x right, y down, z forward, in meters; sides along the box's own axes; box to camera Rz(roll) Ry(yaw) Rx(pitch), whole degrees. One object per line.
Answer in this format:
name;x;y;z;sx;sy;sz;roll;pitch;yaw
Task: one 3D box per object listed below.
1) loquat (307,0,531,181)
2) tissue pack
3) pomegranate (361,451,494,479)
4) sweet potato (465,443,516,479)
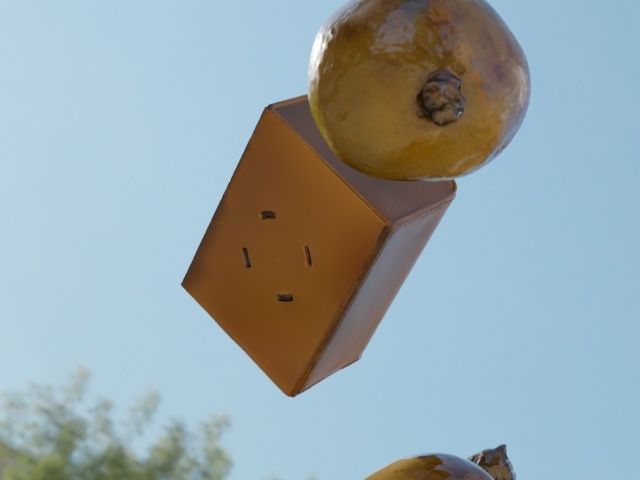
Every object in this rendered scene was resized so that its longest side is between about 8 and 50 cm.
loquat;0.097;-0.148;1.644;0.213;0.213;0.246;38;7;-16
tissue pack;0.000;0.000;1.886;0.194;0.145;0.274;47;-47;21
pomegranate;0.091;0.296;1.621;0.207;0.207;0.207;20;-31;13
sweet potato;0.198;0.372;2.240;0.075;0.075;0.273;18;-53;16
